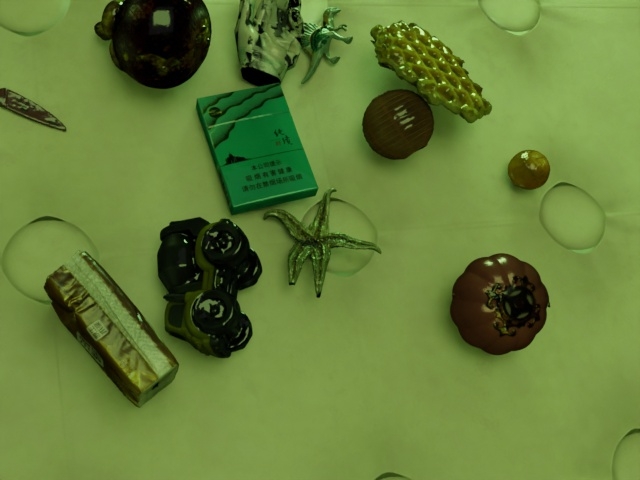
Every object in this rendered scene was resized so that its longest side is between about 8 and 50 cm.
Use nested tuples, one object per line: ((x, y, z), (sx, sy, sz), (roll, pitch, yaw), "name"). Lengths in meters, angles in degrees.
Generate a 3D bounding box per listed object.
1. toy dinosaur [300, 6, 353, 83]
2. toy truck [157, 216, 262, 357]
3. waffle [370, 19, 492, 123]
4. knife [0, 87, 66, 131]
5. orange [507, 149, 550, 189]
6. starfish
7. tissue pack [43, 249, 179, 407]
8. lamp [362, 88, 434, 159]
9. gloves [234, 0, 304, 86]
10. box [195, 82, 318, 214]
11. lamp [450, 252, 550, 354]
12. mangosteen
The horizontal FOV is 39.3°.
((-0.006, -0.387, 1.745), (0.106, 0.044, 0.187), (42, 75, 17), "toy dinosaur")
((-0.193, 0.074, 1.455), (0.166, 0.147, 0.224), (2, 69, 9), "toy truck")
((0.217, -0.330, 1.725), (0.291, 0.051, 0.291), (24, 34, -18), "waffle")
((-0.547, -0.246, 1.528), (0.247, 0.018, 0.035), (25, 61, -10), "knife")
((0.408, -0.137, 1.755), (0.083, 0.070, 0.083), (14, 51, -17), "orange")
((0.000, 0.001, 1.577), (0.217, 0.050, 0.223), (12, 61, 7), "starfish")
((-0.314, 0.136, 1.354), (0.092, 0.183, 0.226), (-41, 85, -22), "tissue pack")
((0.143, -0.216, 1.667), (0.137, 0.136, 0.136), (6, 68, -15), "lamp")
((-0.092, -0.400, 1.684), (0.128, 0.111, 0.212), (8, 68, 14), "gloves")
((-0.116, -0.167, 1.605), (0.161, 0.042, 0.226), (-13, 70, -18), "box")
((0.314, 0.113, 1.597), (0.182, 0.140, 0.181), (1, 88, -17), "lamp")
((-0.301, -0.366, 1.571), (0.217, 0.192, 0.192), (16, 63, 15), "mangosteen")
